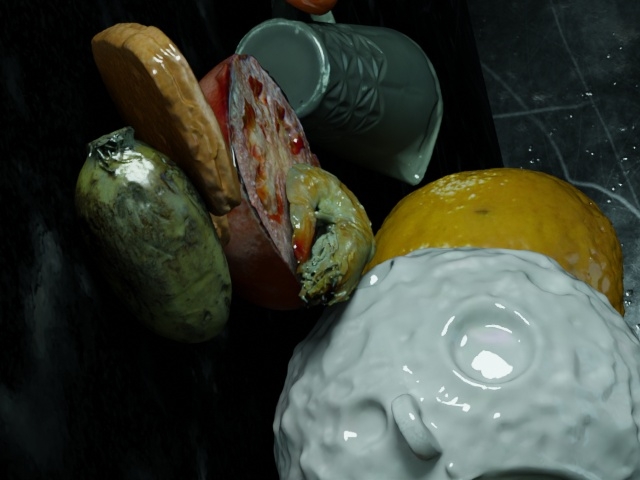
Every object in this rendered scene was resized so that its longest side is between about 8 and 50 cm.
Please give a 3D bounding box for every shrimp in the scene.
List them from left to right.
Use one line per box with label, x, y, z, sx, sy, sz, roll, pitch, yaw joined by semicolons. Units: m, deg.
shrimp;0.000;0.000;1.148;0.101;0.042;0.190;44;26;-16

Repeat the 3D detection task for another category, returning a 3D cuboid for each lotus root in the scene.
lotus root;-0.112;0.003;0.963;0.089;0.080;0.179;42;-23;54

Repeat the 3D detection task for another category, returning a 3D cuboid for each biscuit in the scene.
biscuit;-0.096;-0.066;1.003;0.186;0.036;0.192;65;-14;-18

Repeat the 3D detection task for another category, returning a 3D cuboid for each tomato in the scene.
tomato;-0.061;-0.043;1.199;0.225;0.085;0.225;-16;90;-73

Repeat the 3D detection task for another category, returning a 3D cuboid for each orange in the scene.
orange;0.183;0.084;1.585;0.340;0.293;0.341;6;90;-81

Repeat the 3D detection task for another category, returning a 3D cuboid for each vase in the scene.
vase;0.007;-0.173;1.504;0.251;0.156;0.301;64;19;8

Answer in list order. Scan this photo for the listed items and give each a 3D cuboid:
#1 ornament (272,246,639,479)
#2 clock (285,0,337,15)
ornament;0.125;0.163;1.212;0.337;0.337;0.337;-15;90;-76
clock;-0.062;-0.297;1.400;0.205;0.051;0.205;38;22;-19
